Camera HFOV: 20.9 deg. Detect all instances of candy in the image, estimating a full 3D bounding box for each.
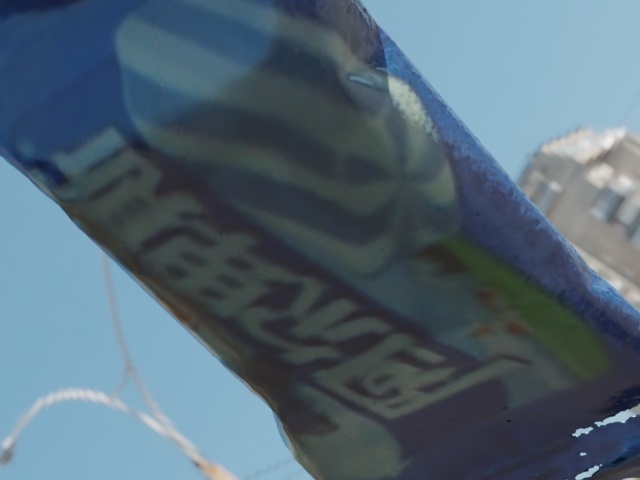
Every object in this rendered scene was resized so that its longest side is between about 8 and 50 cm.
[{"bbox_3d":[0.000,0.000,0.691,0.187,0.331,0.077,-29,25,31],"label":"candy"}]
